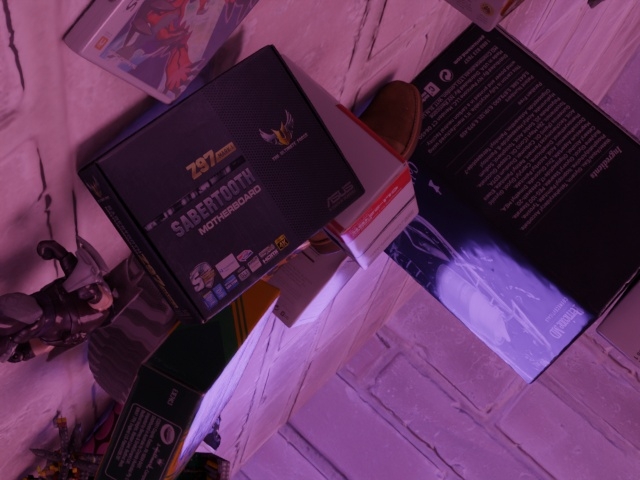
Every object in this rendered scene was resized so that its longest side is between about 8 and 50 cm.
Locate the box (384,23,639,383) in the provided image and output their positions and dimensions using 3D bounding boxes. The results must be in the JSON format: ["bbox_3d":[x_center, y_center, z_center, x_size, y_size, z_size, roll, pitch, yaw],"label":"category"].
[{"bbox_3d":[0.337,-0.051,1.861,0.297,0.472,0.480,-45,167,-16],"label":"box"}]

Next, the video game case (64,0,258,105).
[{"bbox_3d":[-0.111,-0.208,0.890,0.183,0.023,0.201,-49,168,5],"label":"video game case"}]

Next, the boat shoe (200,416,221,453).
[{"bbox_3d":[-0.229,0.380,2.137,0.079,0.084,0.233,-45,164,-12],"label":"boat shoe"}]

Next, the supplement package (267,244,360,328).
[{"bbox_3d":[0.000,0.000,1.643,0.244,0.134,0.139,-50,167,11],"label":"supplement package"}]

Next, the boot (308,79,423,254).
[{"bbox_3d":[0.050,-0.134,1.496,0.112,0.115,0.305,-2,-130,47],"label":"boot"}]

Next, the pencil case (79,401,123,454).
[{"bbox_3d":[-0.332,0.332,1.625,0.209,0.095,0.098,-53,-158,13],"label":"pencil case"}]

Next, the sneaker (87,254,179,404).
[{"bbox_3d":[-0.202,0.100,1.322,0.115,0.105,0.281,-30,158,-54],"label":"sneaker"}]

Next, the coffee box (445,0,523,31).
[{"bbox_3d":[0.261,-0.412,1.365,0.141,0.098,0.246,-44,167,-29],"label":"coffee box"}]

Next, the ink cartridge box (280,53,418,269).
[{"bbox_3d":[0.008,-0.084,1.269,0.114,0.197,0.273,-47,167,-1],"label":"ink cartridge box"}]

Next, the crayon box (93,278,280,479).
[{"bbox_3d":[-0.151,0.165,1.298,0.203,0.083,0.323,-64,176,28],"label":"crayon box"}]

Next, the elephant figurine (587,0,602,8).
[{"bbox_3d":[0.507,-0.527,1.819,0.169,0.186,0.239,-6,179,32],"label":"elephant figurine"}]

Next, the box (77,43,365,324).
[{"bbox_3d":[-0.091,-0.057,1.028,0.233,0.183,0.059,-39,-167,-28],"label":"box"}]

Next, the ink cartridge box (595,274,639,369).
[{"bbox_3d":[0.601,0.078,1.772,0.278,0.117,0.201,-30,157,-56],"label":"ink cartridge box"}]

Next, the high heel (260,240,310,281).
[{"bbox_3d":[-0.092,0.010,1.564,0.261,0.093,0.186,-57,-166,-22],"label":"high heel"}]

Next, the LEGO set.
[{"bbox_3d":[-0.262,0.398,1.469,0.192,0.331,0.255,155,-52,-73],"label":"LEGO set"}]

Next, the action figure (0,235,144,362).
[{"bbox_3d":[-0.280,0.072,0.958,0.185,0.099,0.285,-48,165,30],"label":"action figure"}]
